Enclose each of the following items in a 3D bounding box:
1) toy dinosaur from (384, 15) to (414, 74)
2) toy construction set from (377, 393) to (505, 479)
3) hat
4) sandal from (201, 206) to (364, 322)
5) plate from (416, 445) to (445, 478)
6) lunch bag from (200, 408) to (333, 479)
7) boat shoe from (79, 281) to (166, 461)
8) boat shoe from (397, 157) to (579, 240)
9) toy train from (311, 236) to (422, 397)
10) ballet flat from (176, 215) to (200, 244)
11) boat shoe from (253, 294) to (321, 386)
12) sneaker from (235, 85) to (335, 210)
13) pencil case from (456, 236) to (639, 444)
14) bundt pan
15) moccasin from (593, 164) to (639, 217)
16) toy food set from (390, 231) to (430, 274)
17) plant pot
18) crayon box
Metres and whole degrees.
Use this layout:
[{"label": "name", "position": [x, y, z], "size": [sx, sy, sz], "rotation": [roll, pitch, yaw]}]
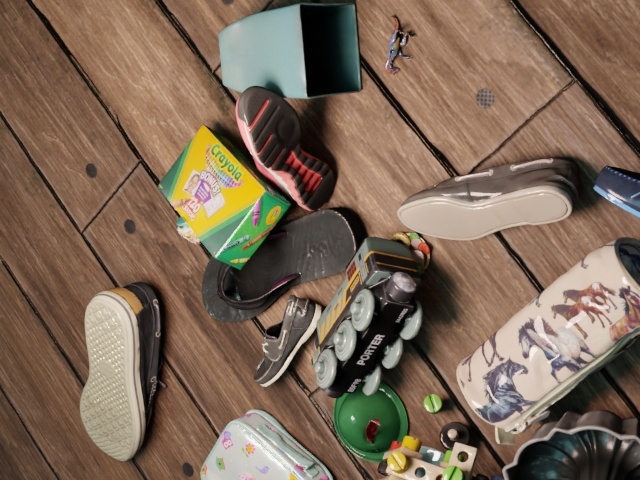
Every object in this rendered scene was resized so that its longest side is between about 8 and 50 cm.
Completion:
[{"label": "toy dinosaur", "position": [0.138, -0.348, 1.742], "size": [0.082, 0.047, 0.090], "rotation": [-54, 38, 39]}, {"label": "toy construction set", "position": [0.175, 0.450, 1.683], "size": [0.309, 0.237, 0.257], "rotation": [-45, 66, -5]}, {"label": "hat", "position": [0.059, 0.370, 1.862], "size": [0.173, 0.183, 0.208], "rotation": [27, 114, 25]}, {"label": "sandal", "position": [-0.112, 0.050, 1.942], "size": [0.446, 0.107, 0.167], "rotation": [-28, 85, 37]}, {"label": "plate", "position": [0.210, 0.500, 1.892], "size": [0.188, 0.024, 0.188], "rotation": [9, 107, 31]}, {"label": "lunch bag", "position": [-0.108, 0.514, 2.053], "size": [0.279, 0.108, 0.224], "rotation": [38, 115, 19]}, {"label": "boat shoe", "position": [-0.448, 0.308, 2.206], "size": [0.187, 0.156, 0.500], "rotation": [23, 124, 22]}, {"label": "boat shoe", "position": [0.295, -0.075, 1.673], "size": [0.335, 0.095, 0.112], "rotation": [-6, 133, 38]}, {"label": "toy train", "position": [0.082, 0.150, 1.799], "size": [0.190, 0.142, 0.334], "rotation": [-99, 29, -44]}, {"label": "ballet flat", "position": [-0.201, -0.048, 2.010], "size": [0.241, 0.091, 0.077], "rotation": [-16, 123, 39]}, {"label": "boat shoe", "position": [-0.085, 0.206, 1.965], "size": [0.079, 0.084, 0.233], "rotation": [23, 121, -18]}, {"label": "sneaker", "position": [-0.097, -0.171, 1.800], "size": [0.136, 0.116, 0.314], "rotation": [22, 158, 39]}, {"label": "pencil case", "position": [0.417, 0.166, 1.590], "size": [0.410, 0.160, 0.183], "rotation": [-46, 51, 32]}, {"label": "bundt pan", "position": [0.475, 0.426, 1.615], "size": [0.331, 0.124, 0.331], "rotation": [8, 114, 19]}, {"label": "moccasin", "position": [0.598, -0.059, 1.459], "size": [0.342, 0.138, 0.117], "rotation": [22, 109, 12]}, {"label": "toy food set", "position": [0.170, 0.025, 1.807], "size": [0.082, 0.020, 0.083], "rotation": [6, 104, 32]}, {"label": "plant pot", "position": [-0.070, -0.350, 1.796], "size": [0.234, 0.165, 0.166], "rotation": [3, 103, 39]}, {"label": "crayon box", "position": [-0.196, -0.090, 1.897], "size": [0.165, 0.081, 0.278], "rotation": [-52, 47, 9]}]
